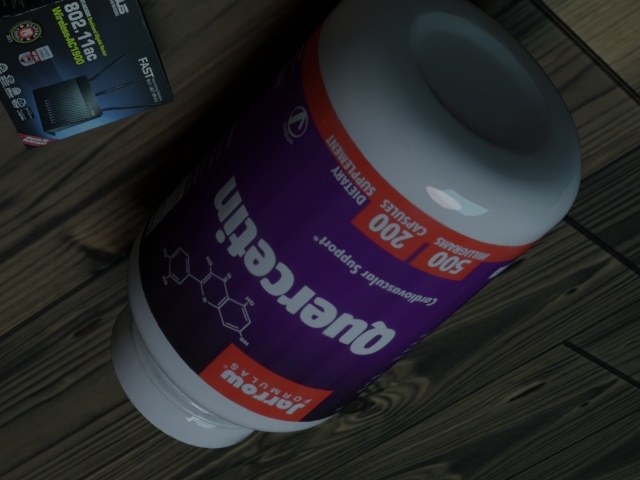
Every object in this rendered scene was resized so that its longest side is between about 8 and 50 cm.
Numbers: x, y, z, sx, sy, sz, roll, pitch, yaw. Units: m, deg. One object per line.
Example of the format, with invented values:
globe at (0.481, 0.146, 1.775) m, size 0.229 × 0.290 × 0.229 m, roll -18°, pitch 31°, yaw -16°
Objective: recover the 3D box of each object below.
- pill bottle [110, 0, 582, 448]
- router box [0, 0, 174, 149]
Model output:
pill bottle at (0.000, 0.000, 1.004) m, size 0.181 × 0.181 × 0.323 m, roll 7°, pitch 140°, yaw -39°
router box at (-0.140, -0.108, 0.884) m, size 0.092 × 0.038 × 0.122 m, roll -19°, pitch 151°, yaw -2°
